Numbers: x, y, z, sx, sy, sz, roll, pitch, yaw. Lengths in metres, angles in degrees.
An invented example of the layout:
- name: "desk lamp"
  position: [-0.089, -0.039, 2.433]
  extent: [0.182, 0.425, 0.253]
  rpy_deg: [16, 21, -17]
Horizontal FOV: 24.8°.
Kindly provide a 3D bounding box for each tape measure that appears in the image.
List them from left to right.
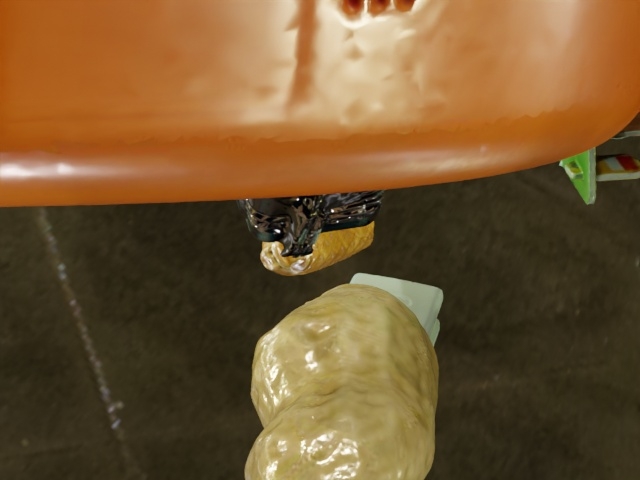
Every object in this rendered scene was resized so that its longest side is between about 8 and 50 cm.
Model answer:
- name: "tape measure"
  position: [-0.013, -0.093, 0.967]
  extent: [0.112, 0.186, 0.199]
  rpy_deg: [-7, 64, -6]

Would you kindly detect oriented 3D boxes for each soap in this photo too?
- name: "soap"
  position: [0.070, 0.117, 1.712]
  extent: [0.119, 0.198, 0.066]
  rpy_deg: [9, 117, 11]

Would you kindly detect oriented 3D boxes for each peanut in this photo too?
- name: "peanut"
  position: [0.020, 0.165, 1.414]
  extent: [0.192, 0.387, 0.169]
  rpy_deg: [42, 112, -14]

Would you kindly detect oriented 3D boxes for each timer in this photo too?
- name: "timer"
  position: [-0.001, -0.141, 0.374]
  extent: [0.250, 0.161, 0.257]
  rpy_deg: [-4, 115, -21]

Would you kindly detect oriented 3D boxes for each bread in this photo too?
- name: "bread"
  position: [0.000, 0.000, 1.269]
  extent: [0.052, 0.157, 0.044]
  rpy_deg: [-8, 95, 26]

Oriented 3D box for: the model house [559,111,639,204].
- name: "model house"
  position: [0.398, -0.197, 1.416]
  extent: [0.324, 0.340, 0.300]
  rpy_deg: [-7, 115, -2]
